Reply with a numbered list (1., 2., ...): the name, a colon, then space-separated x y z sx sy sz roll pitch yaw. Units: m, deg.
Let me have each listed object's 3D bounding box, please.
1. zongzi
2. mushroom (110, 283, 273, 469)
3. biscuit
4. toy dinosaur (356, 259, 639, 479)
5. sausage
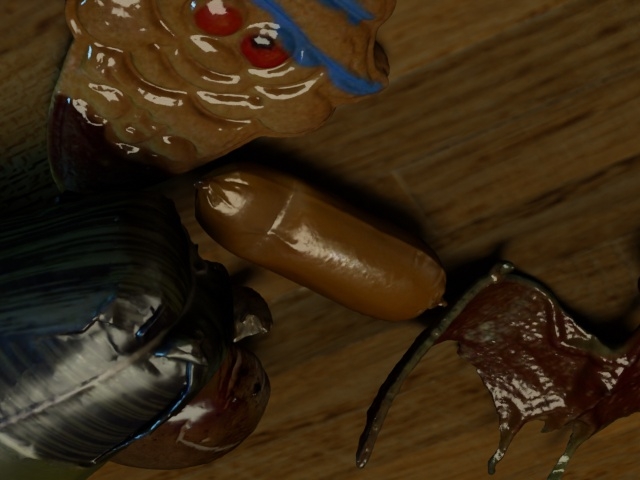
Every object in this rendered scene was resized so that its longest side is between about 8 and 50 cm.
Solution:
1. zongzi: -0.237 0.021 0.985 0.317 0.154 0.289 41 119 -19
2. mushroom: -0.089 0.085 1.119 0.135 0.080 0.170 21 134 -37
3. biscuit: -0.052 -0.105 0.952 0.183 0.043 0.280 30 123 -30
4. toy dinosaur: 0.187 0.115 1.165 0.206 0.113 0.327 -30 135 23
5. sausage: 0.000 0.000 1.056 0.183 0.054 0.062 24 115 -28
